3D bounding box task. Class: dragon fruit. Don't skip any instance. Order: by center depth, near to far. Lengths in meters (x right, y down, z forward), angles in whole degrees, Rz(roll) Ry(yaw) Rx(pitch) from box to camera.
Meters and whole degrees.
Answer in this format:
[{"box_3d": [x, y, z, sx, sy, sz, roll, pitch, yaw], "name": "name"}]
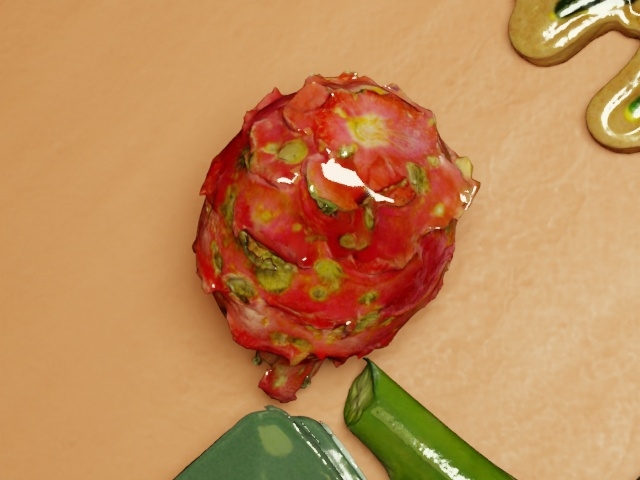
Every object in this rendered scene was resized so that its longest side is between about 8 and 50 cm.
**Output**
[{"box_3d": [0.000, 0.000, 1.036, 0.210, 0.205, 0.268, 45, 131, 40], "name": "dragon fruit"}]

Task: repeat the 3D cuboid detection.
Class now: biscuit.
[{"box_3d": [0.317, -0.217, 1.074, 0.334, 0.047, 0.202, -36, 76, 4], "name": "biscuit"}]

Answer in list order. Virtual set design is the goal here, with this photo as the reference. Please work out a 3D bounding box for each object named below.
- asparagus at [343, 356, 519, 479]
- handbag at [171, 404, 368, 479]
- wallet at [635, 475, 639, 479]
[{"box_3d": [0.121, 0.198, 1.043, 0.277, 0.060, 0.067, 37, 83, 15], "name": "asparagus"}, {"box_3d": [-0.049, 0.293, 1.056, 0.260, 0.079, 0.247, -40, 74, 6], "name": "handbag"}, {"box_3d": [0.299, 0.278, 0.977, 0.149, 0.044, 0.250, -31, 75, -23], "name": "wallet"}]
